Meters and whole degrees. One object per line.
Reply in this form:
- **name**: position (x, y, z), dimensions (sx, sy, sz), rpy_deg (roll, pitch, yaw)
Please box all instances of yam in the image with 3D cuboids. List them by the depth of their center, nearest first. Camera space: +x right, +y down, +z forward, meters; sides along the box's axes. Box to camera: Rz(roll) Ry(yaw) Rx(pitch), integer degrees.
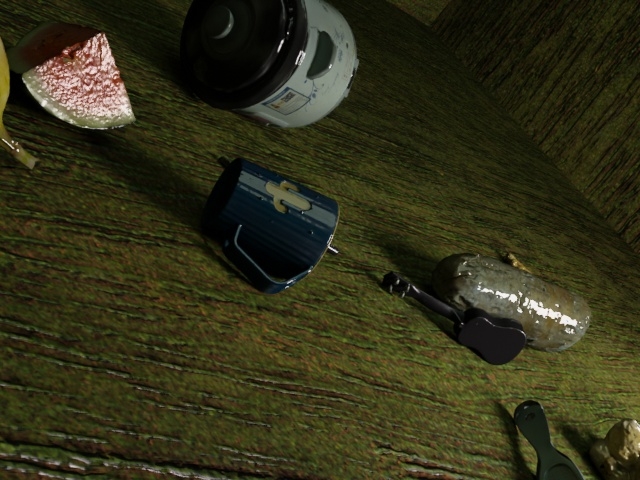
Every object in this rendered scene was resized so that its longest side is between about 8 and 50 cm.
- **yam**: position (-0.120, -0.094, 1.763), dimensions (0.107, 0.014, 0.014), rpy_deg (46, 20, 15)
- **yam**: position (0.334, 0.108, 2.024), dimensions (0.330, 0.133, 0.133), rpy_deg (22, 27, -33)

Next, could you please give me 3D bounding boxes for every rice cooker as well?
- **rice cooker**: position (-0.092, -0.336, 1.964), dimensions (0.316, 0.264, 0.316), rpy_deg (22, 3, -1)

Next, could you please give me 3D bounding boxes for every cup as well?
- **cup**: position (-0.076, -0.017, 1.548), dimensions (0.155, 0.131, 0.177), rpy_deg (29, 47, -18)

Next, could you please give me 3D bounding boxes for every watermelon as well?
- **watermelon**: position (-0.347, -0.210, 1.485), dimensions (0.193, 0.137, 0.145), rpy_deg (44, 55, 7)

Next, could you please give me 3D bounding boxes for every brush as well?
- **brush**: position (0.349, 0.340, 1.661), dimensions (0.060, 0.068, 0.297), rpy_deg (54, 11, -26)

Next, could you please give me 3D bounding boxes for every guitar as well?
- **guitar**: position (0.217, 0.123, 1.858), dimensions (0.271, 0.084, 0.038), rpy_deg (28, 25, -17)

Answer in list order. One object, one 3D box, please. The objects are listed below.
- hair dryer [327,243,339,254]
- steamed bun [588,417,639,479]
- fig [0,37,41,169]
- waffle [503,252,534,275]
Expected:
- **hair dryer**: position (0.000, 0.000, 1.772), dimensions (0.083, 0.026, 0.047), rpy_deg (30, 23, -38)
- **steamed bun**: position (0.553, 0.382, 1.868), dimensions (0.192, 0.106, 0.177), rpy_deg (19, 31, -50)
- **fig**: position (-0.397, -0.163, 1.251), dimensions (0.257, 0.159, 0.159), rpy_deg (50, 9, -42)
- **waffle**: position (0.413, 0.073, 2.387), dimensions (0.097, 0.023, 0.152), rpy_deg (43, 20, 10)
